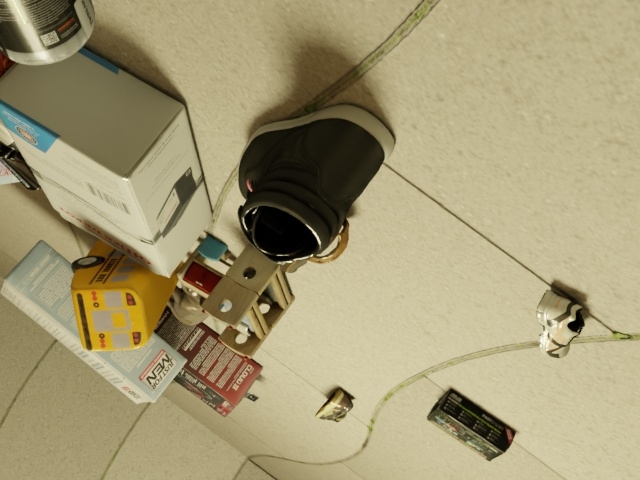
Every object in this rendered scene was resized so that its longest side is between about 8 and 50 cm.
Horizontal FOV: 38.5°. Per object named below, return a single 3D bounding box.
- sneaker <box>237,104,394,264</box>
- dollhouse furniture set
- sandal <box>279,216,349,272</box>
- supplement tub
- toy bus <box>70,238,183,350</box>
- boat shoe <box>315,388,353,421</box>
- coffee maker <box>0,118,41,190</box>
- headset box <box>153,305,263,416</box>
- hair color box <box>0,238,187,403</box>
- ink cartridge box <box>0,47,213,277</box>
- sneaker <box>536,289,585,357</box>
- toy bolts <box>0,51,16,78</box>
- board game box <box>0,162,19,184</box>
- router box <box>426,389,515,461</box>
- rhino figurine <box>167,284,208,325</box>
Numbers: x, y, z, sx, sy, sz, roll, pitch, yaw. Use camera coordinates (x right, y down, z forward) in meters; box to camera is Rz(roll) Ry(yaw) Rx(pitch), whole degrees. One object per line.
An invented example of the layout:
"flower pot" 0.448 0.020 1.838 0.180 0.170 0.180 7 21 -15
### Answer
"sneaker" -0.049 -0.046 0.978 0.104 0.147 0.295 43 156 -17
"dollhouse furniture set" -0.160 0.073 1.437 0.183 0.129 0.129 27 157 22
"sandal" 0.000 0.000 1.103 0.060 0.090 0.219 22 159 -8
"supplement tub" -0.312 -0.280 0.941 0.117 0.117 0.190 29 158 17
"toy bus" -0.305 0.054 1.462 0.130 0.333 0.108 -4 111 5
"boat shoe" 0.028 0.336 1.807 0.049 0.056 0.152 40 159 5
"coffee maker" -0.485 -0.179 1.464 0.178 0.120 0.171 50 179 -29
"headset box" -0.266 0.281 2.071 0.293 0.110 0.218 36 159 1
"hair color box" -0.464 0.173 1.858 0.374 0.114 0.185 42 158 -10
"ink cartridge box" -0.284 -0.106 1.249 0.223 0.129 0.307 30 159 13
"sneaker" 0.255 0.096 0.965 0.043 0.040 0.109 21 155 31
"toy bolts" -0.466 -0.233 1.200 0.158 0.218 0.228 38 142 11
"board game box" -0.686 -0.191 1.537 0.318 0.066 0.318 31 -163 12
"router box" 0.230 0.286 1.410 0.122 0.038 0.092 34 159 7
"rhino figurine" -0.240 0.099 1.699 0.106 0.073 0.243 41 158 -2
